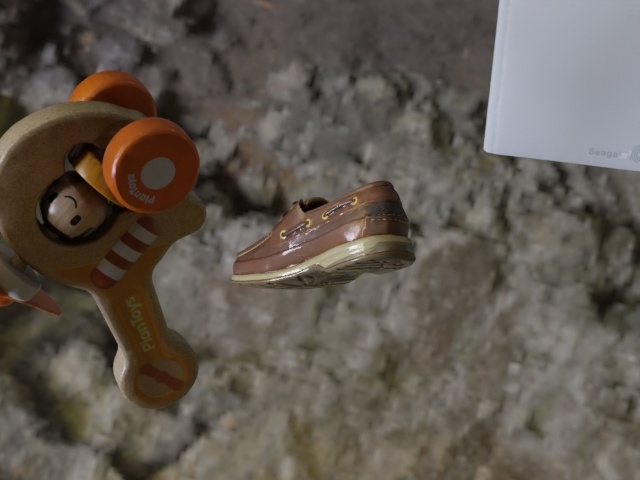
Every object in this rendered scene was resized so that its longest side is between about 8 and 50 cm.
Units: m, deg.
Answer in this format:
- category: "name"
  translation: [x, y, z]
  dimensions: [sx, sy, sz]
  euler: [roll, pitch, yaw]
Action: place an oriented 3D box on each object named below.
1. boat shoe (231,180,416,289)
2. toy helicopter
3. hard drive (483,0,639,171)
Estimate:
- category: "boat shoe"
  translation: [0.000, 0.000, 1.065]
  dimensions: [0.064, 0.060, 0.178]
  euler: [4, 167, -38]
- category: "toy helicopter"
  translation: [-0.209, 0.032, 1.406]
  dimensions: [0.140, 0.235, 0.355]
  euler: [47, 160, 49]
- category: "hard drive"
  translation: [0.285, -0.224, 1.556]
  dimensions: [0.203, 0.307, 0.040]
  euler: [7, -151, 8]
